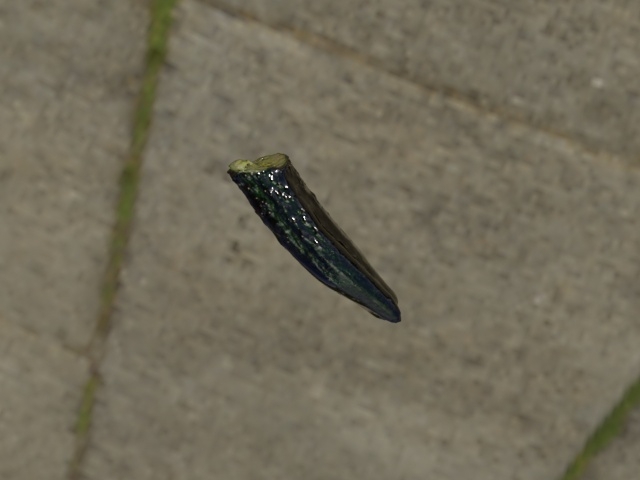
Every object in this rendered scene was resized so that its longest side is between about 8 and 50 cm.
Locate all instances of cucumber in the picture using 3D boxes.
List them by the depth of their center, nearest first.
[{"bbox_3d":[-0.002,0.001,1.092,0.135,0.034,0.033,52,-177,-22],"label":"cucumber"}]
